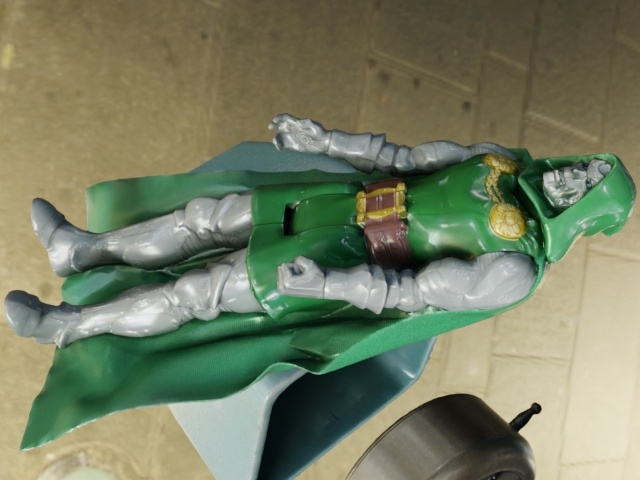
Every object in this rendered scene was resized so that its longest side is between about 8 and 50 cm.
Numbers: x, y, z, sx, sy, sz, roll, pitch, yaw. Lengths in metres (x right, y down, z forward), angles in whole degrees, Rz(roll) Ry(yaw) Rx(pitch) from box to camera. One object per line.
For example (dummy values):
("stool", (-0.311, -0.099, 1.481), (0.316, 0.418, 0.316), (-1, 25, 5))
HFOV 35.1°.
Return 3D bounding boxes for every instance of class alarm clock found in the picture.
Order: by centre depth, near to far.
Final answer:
("alarm clock", (0.059, 0.164, 0.612), (0.192, 0.064, 0.129), (-6, 124, -35))

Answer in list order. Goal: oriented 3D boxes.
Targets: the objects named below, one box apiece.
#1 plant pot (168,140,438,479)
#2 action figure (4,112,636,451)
("plant pot", (-0.050, 0.052, 0.956), (0.248, 0.252, 0.247), (-33, 155, -29))
("action figure", (0.000, 0.000, 0.384), (0.063, 0.232, 0.137), (68, 16, -49))
